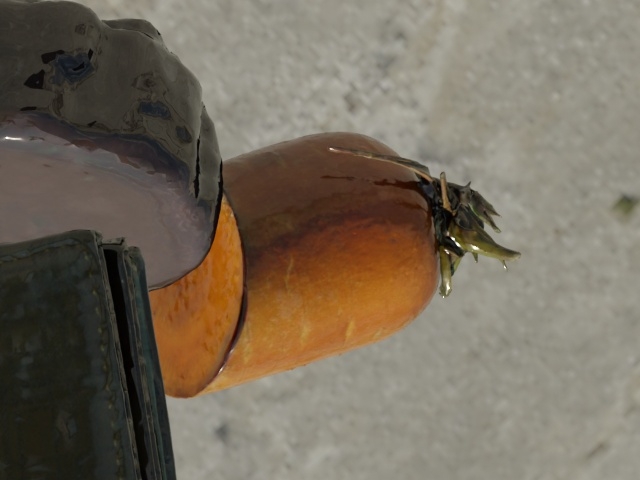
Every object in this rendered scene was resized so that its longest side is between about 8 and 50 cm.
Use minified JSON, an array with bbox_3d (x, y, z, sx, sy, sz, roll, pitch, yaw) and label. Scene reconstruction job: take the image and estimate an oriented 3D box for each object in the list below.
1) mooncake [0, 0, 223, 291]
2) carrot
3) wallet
[{"bbox_3d":[-0.212,-0.063,1.428,0.283,0.141,0.283,2,148,1],"label":"mooncake"},{"bbox_3d":[0.000,0.000,1.691,0.331,0.193,0.214,-12,119,-26],"label":"carrot"},{"bbox_3d":[-0.111,0.165,0.608,0.169,0.317,0.044,-13,171,17],"label":"wallet"}]
